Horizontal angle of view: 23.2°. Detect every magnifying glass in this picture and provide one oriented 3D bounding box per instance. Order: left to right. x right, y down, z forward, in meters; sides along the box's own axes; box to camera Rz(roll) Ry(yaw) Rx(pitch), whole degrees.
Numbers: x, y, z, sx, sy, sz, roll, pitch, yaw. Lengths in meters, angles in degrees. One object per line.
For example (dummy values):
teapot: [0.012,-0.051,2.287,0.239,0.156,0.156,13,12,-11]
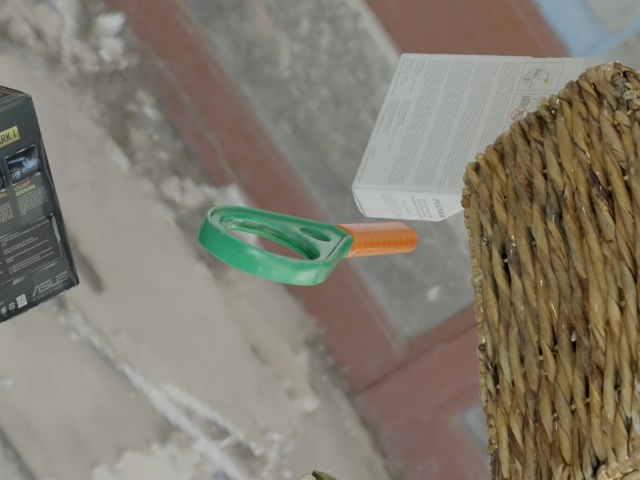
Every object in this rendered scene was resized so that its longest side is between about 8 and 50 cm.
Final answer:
magnifying glass: [0.000,0.000,1.128,0.092,0.026,0.231,30,17,30]

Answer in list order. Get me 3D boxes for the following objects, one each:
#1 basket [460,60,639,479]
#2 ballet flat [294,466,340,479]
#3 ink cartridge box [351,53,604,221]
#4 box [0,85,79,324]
basket: [0.249,0.049,1.059,0.223,0.213,0.299,18,53,-28]
ballet flat: [0.020,0.247,1.283,0.106,0.107,0.316,60,-18,-20]
ink cartridge box: [0.166,-0.107,1.618,0.066,0.232,0.189,64,40,-51]
box: [-0.324,-0.003,1.276,0.233,0.059,0.183,-30,122,-33]
